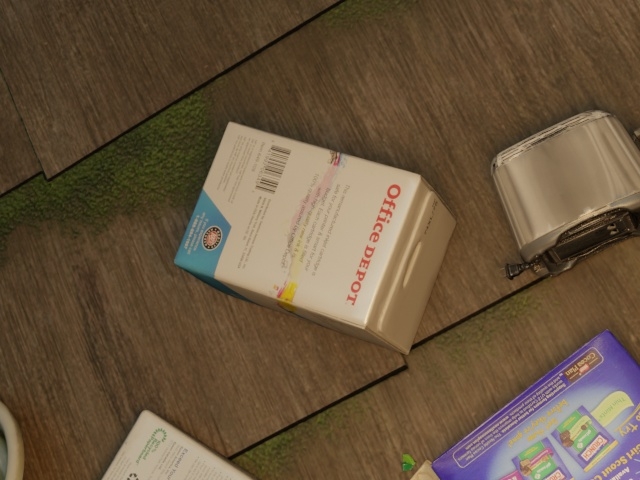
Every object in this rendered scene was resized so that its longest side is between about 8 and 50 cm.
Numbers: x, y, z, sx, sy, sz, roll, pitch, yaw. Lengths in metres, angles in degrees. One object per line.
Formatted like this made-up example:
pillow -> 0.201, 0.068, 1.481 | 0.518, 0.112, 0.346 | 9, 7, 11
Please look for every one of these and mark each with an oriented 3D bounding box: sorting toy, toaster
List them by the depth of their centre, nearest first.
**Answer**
toaster -> 0.306, -0.056, 1.622 | 0.227, 0.129, 0.146 | -26, 65, 13
sorting toy -> 0.124, 0.305, 1.647 | 0.083, 0.012, 0.062 | 39, 91, 24

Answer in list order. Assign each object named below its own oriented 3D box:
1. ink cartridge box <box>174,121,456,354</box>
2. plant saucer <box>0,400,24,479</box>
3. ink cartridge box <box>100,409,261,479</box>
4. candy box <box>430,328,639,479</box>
ink cartridge box -> 0.000, 0.000, 1.674 | 0.270, 0.197, 0.198 | 18, 81, 23
plant saucer -> -0.525, 0.394, 1.758 | 0.400, 0.100, 0.400 | -24, 41, 23
ink cartridge box -> -0.175, 0.438, 1.687 | 0.330, 0.071, 0.324 | 30, 87, 20
candy box -> 0.328, 0.311, 1.515 | 0.268, 0.122, 0.317 | -38, 66, 5
